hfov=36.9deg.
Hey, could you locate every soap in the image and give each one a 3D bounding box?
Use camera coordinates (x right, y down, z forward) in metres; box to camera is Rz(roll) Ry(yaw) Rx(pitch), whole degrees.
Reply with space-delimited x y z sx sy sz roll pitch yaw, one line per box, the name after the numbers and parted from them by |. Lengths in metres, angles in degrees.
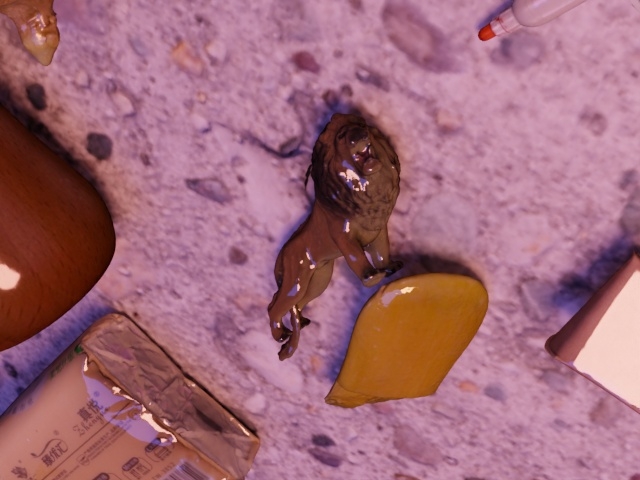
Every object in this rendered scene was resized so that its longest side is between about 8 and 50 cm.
0.058 0.079 0.666 0.089 0.033 0.168 4 136 -13 | soap

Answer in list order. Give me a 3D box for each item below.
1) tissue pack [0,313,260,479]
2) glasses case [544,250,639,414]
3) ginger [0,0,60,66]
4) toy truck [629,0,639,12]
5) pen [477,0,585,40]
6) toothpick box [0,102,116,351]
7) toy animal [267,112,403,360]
-0.187 0.190 0.816 0.186 0.090 0.222 42 116 -9 | tissue pack
0.243 0.074 0.572 0.193 0.070 0.102 34 104 3 | glasses case
-0.189 -0.200 0.530 0.102 0.157 0.216 19 130 47 | ginger
0.245 -0.192 0.255 0.173 0.207 0.387 33 125 -1 | toy truck
0.166 -0.149 0.464 0.218 0.026 0.026 -26 109 37 | pen
-0.276 -0.070 0.640 0.192 0.192 0.294 -14 121 33 | toothpick box
0.011 0.013 0.637 0.086 0.069 0.219 40 130 20 | toy animal
